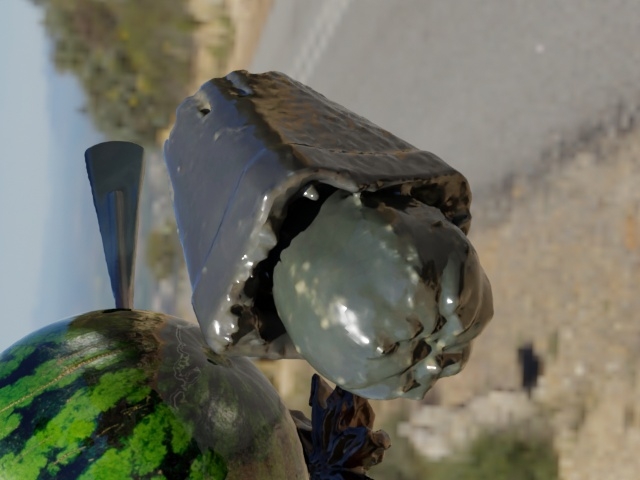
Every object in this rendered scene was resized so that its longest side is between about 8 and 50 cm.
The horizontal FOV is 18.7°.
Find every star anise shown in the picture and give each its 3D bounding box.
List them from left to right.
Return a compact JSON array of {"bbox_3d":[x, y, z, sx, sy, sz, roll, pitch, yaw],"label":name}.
[{"bbox_3d":[-0.008,0.218,1.718,0.234,0.073,0.177,-40,51,41],"label":"star anise"}]

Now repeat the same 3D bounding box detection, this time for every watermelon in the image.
[{"bbox_3d":[-0.149,0.193,1.448,0.285,0.285,0.285,-177,90,-82],"label":"watermelon"}]

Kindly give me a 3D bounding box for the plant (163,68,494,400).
[{"bbox_3d":[0.000,0.000,1.189,0.256,0.164,0.141,48,124,43],"label":"plant"}]

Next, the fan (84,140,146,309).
[{"bbox_3d":[-0.169,0.007,1.687,0.282,0.057,0.023,-102,14,-45],"label":"fan"}]
